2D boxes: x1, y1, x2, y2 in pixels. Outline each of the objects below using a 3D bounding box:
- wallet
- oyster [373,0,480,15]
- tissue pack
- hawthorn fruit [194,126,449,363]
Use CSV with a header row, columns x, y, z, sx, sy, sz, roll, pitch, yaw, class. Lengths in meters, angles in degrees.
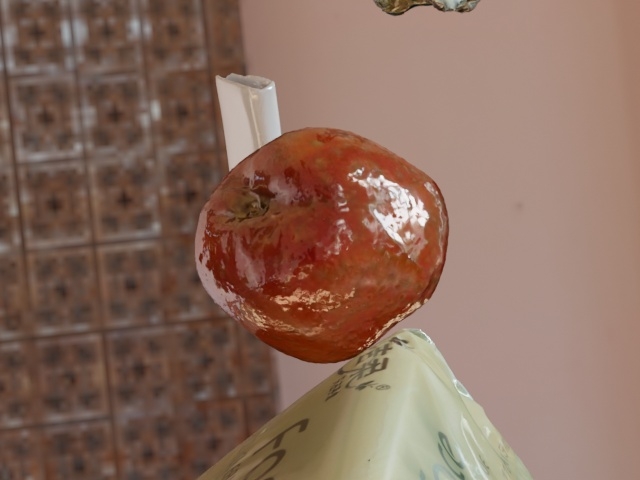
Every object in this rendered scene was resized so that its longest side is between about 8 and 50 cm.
x,y,z,sx,sy,sz,roll,pitch,yaw,class
-0.045,-0.051,1.272,0.025,0.122,0.061,-18,21,-32,wallet
0.063,-0.233,1.108,0.092,0.198,0.260,2,6,22,oyster
-0.020,0.277,1.353,0.332,0.205,0.405,-36,9,16,tissue pack
0.000,0.000,0.939,0.128,0.128,0.128,-6,-1,0,hawthorn fruit
